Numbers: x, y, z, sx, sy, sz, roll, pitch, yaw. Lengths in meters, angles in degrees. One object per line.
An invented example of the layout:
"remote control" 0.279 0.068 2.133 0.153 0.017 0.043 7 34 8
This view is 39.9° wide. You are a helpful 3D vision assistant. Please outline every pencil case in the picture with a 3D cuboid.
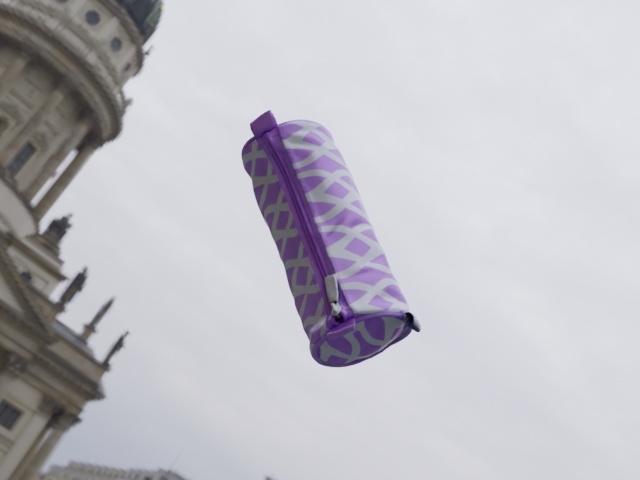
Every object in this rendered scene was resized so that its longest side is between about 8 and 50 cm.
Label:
"pencil case" 0.000 0.000 0.690 0.086 0.206 0.088 -35 -32 20
